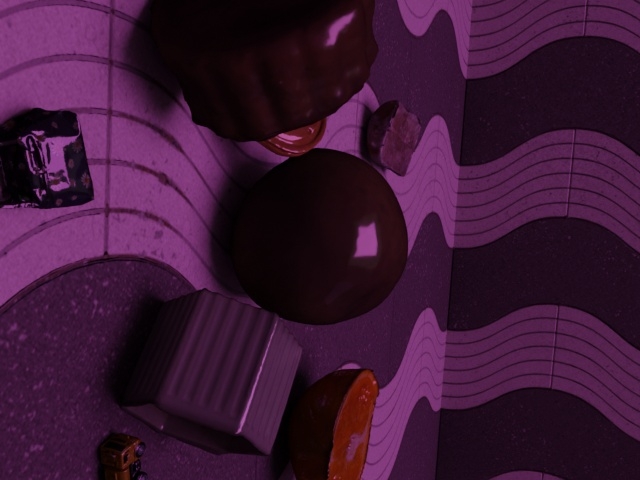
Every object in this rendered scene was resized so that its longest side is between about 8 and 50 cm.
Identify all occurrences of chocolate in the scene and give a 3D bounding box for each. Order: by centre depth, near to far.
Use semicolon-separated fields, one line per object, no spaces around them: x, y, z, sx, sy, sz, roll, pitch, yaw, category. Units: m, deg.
0.207;-0.297;1.977;0.303;0.101;0.185;13;94;-65;chocolate

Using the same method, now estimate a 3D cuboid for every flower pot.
-0.162;0.207;1.035;0.209;0.239;0.189;35;59;-28;flower pot

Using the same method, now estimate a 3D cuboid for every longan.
0.000;0.000;1.276;0.361;0.361;0.360;6;90;-68;longan

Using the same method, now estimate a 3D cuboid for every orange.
0.044;0.448;1.563;0.310;0.274;0.274;-54;167;20;orange

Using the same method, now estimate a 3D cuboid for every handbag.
-0.326;-0.078;0.747;0.139;0.072;0.115;-40;134;-54;handbag

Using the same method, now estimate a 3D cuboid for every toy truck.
-0.285;0.321;0.973;0.054;0.049;0.083;-32;126;-62;toy truck

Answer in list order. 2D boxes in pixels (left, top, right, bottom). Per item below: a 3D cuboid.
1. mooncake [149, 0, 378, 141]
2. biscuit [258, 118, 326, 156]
-0.073;-0.301;0.992;0.187;0.324;0.323;72;32;-52;mooncake
-0.075;-0.280;1.193;0.202;0.044;0.288;15;61;-34;biscuit
